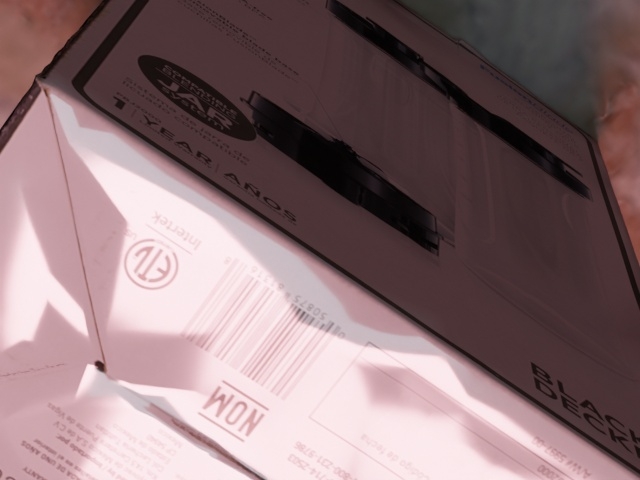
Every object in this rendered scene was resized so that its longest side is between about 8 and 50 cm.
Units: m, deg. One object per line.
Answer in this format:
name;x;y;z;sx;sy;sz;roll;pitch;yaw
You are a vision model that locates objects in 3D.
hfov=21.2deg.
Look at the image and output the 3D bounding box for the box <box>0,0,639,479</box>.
box;0.000;0.000;0.464;0.169;0.290;0.087;34;108;-10
